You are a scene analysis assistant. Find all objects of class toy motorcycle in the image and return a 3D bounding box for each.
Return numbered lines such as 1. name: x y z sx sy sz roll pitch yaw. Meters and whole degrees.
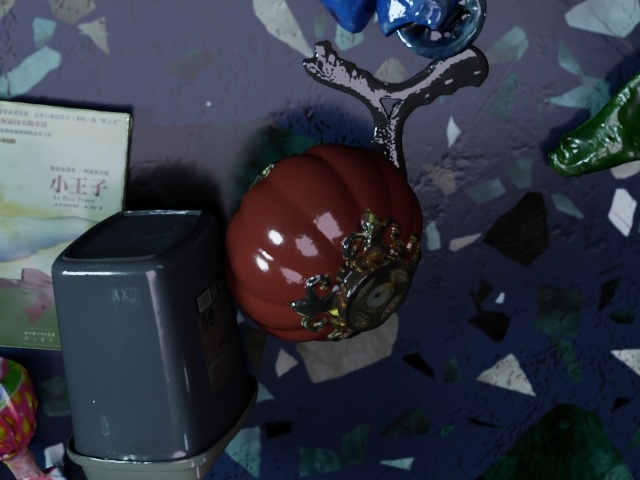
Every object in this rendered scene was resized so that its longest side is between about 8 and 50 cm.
1. toy motorcycle: 0.061 -0.349 1.170 0.182 0.241 0.319 -7 106 -44

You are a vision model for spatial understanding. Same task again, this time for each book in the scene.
1. book: -0.319 -0.012 1.302 0.201 0.026 0.290 5 107 -5

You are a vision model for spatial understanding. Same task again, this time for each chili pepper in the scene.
1. chili pepper: 0.351 -0.137 1.288 0.216 0.062 0.108 -28 100 6

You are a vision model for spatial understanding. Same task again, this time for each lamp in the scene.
1. lamp: 0.000 0.000 1.237 0.226 0.227 0.227 -1 107 -3

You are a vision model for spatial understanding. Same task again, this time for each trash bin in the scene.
1. trash bin: -0.175 0.126 1.246 0.182 0.209 0.291 0 110 18

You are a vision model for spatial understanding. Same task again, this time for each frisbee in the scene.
1. frisbee: 0.063 -0.153 1.289 0.187 0.012 0.211 28 105 -10

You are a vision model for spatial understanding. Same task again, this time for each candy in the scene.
1. candy: -0.337 0.290 1.366 0.124 0.124 0.366 -20 116 3
